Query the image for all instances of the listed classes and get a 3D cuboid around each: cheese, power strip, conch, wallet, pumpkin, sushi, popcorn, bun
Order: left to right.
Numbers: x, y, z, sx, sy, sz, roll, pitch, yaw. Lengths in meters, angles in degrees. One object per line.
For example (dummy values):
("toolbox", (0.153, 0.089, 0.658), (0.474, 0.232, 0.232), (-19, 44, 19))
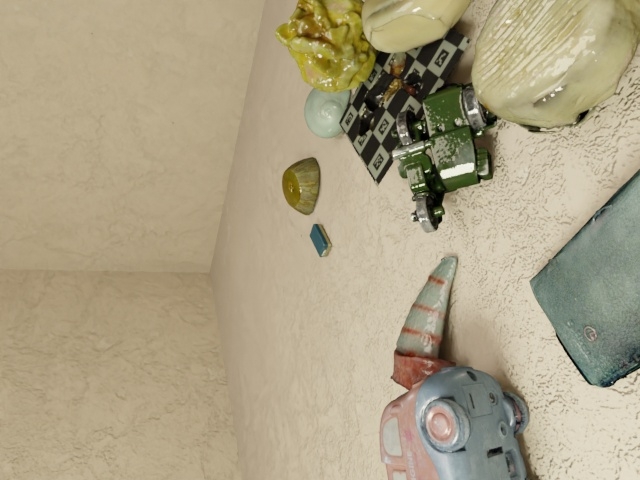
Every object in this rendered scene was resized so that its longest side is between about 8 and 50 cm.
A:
("pumpkin", (-0.082, -0.200, 1.648), (0.217, 0.110, 0.217), (-7, 82, 60))
("power strip", (0.000, 0.000, 1.516), (0.123, 0.032, 0.056), (-116, 36, -47))
("conch", (0.024, -0.434, 1.438), (0.185, 0.121, 0.221), (-27, 53, 30))
("popcorn", (0.031, -0.487, 1.124), (0.212, 0.259, 0.259), (56, 138, 37))
("sushi", (0.191, -0.346, 1.072), (0.343, 0.064, 0.359), (-59, 29, 28))
("cheese", (0.204, -0.520, 0.942), (0.266, 0.127, 0.233), (8, 72, 54))
("bun", (0.338, -0.269, 0.647), (0.239, 0.141, 0.239), (-28, 57, 57))
("wallet", (0.382, 0.024, 0.527), (0.379, 0.046, 0.190), (101, 160, -52))

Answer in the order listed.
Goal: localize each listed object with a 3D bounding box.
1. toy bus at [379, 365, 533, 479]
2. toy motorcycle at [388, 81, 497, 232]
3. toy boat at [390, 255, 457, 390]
("toy bus", (0.205, 0.366, 0.744), (0.232, 0.197, 0.294), (-29, 62, 46))
("toy motorcycle", (0.242, -0.163, 0.863), (0.205, 0.127, 0.275), (-13, 90, 29))
("toy boat", (0.223, 0.168, 0.946), (0.206, 0.096, 0.282), (-178, 100, -77))
